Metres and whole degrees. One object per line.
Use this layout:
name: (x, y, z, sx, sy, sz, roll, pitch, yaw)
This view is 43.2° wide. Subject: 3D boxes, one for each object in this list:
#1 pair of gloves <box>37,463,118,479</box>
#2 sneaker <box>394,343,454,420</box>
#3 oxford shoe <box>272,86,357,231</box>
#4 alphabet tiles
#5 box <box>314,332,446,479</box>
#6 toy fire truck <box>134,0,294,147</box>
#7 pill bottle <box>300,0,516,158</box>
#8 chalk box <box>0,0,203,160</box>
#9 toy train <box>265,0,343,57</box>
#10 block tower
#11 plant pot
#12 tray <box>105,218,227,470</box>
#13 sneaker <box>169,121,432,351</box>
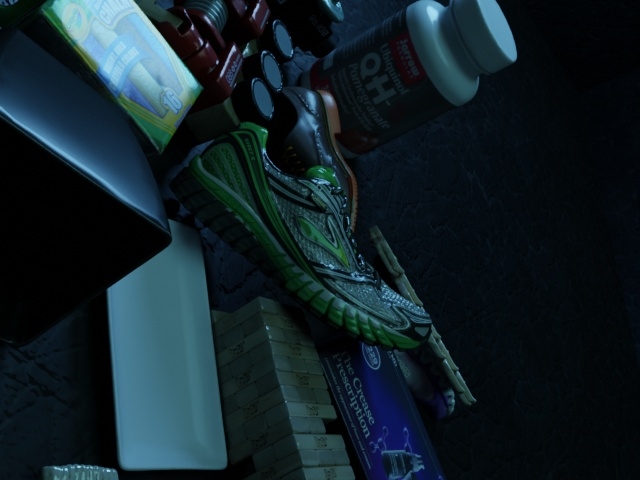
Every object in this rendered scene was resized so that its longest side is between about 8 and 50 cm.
pair of gloves: (-0.135, 0.301, 0.679, 0.240, 0.042, 0.204, 26, 50, -37)
sneaker: (0.106, 0.178, 1.152, 0.236, 0.104, 0.095, 57, -9, -28)
oxford shoe: (-0.019, -0.102, 1.165, 0.098, 0.097, 0.271, 7, 58, -35)
alphabet tiles: (0.150, 0.110, 1.218, 0.284, 0.021, 0.278, 60, 4, -12)
box: (0.049, 0.249, 0.998, 0.184, 0.103, 0.261, -18, 85, -63)
toy fire truck: (-0.168, -0.264, 0.986, 0.246, 0.158, 0.217, 59, 29, -35)
pill bottle: (0.140, -0.270, 1.287, 0.176, 0.318, 0.176, 37, 41, -40)
chalk box: (-0.243, -0.173, 0.784, 0.213, 0.132, 0.132, 53, 32, -25)
toy train: (-0.083, -0.430, 1.235, 0.334, 0.142, 0.190, 42, 28, -36)
block tower: (-0.034, 0.218, 0.841, 0.091, 0.097, 0.335, 21, 43, -53)
plant pot: (-0.250, -0.056, 0.656, 0.188, 0.187, 0.167, 40, 27, -38)
tray: (-0.166, 0.098, 0.821, 0.145, 0.030, 0.270, 20, 53, -51)
sneaker: (0.000, 0.000, 0.923, 0.343, 0.146, 0.134, 41, -3, -6)
